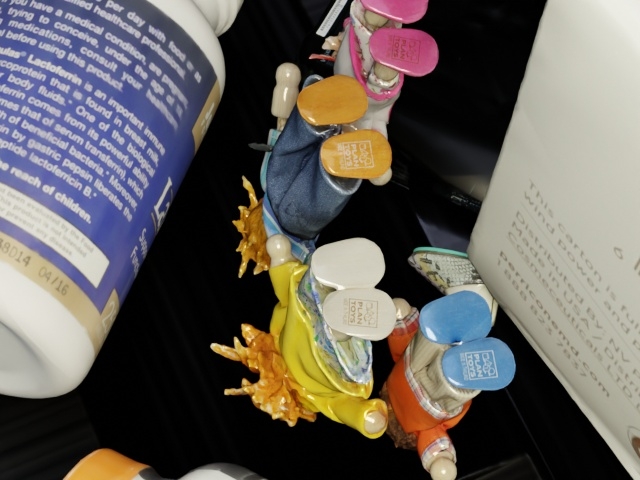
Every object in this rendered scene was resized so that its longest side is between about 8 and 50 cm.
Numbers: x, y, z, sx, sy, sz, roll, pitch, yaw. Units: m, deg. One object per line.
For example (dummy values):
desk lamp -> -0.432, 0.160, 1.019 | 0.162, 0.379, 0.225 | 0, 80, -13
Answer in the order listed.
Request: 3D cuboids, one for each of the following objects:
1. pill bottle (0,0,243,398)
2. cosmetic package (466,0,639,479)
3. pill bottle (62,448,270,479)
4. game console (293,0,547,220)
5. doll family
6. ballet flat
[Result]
pill bottle -> -0.141, -0.064, 1.020 | 0.153, 0.153, 0.264 | 18, 64, 12
cosmetic package -> 0.329, -0.024, 0.858 | 0.394, 0.327, 0.329 | -31, 73, -13
pill bottle -> -0.016, 0.185, 0.892 | 0.246, 0.130, 0.130 | 25, 65, 15
game console -> 0.148, -0.166, 1.125 | 0.213, 0.044, 0.361 | 25, 67, 15
doll family -> 0.000, 0.000, 0.973 | 0.118, 0.163, 0.263 | -5, 71, -13
ballet flat -> 0.101, 0.029, 1.024 | 0.114, 0.041, 0.041 | 7, 62, 8
